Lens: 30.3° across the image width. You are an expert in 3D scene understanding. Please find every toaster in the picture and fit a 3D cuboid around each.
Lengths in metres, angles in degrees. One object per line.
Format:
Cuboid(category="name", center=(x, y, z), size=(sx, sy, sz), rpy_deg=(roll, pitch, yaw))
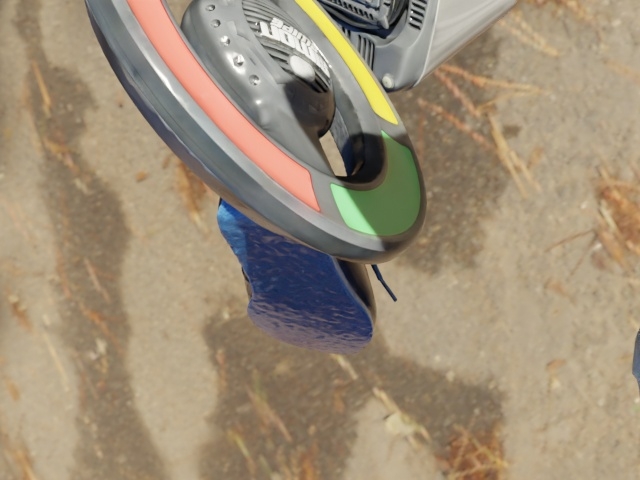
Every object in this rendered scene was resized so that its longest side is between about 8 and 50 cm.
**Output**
Cuboid(category="toaster", center=(0.058, -0.214, 0.734), size=(0.129, 0.146, 0.227), rpy_deg=(29, 135, 30))

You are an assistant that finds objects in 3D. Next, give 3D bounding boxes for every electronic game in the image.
Cuboid(category="electronic game", center=(-0.028, -0.086, 0.576), size=(0.048, 0.229, 0.229), rpy_deg=(-38, 79, 24))

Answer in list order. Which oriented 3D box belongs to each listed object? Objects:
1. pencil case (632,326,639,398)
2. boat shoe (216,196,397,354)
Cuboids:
Cuboid(category="pencil case", center=(0.339, 0.030, 0.443), size=(0.410, 0.183, 0.160), rpy_deg=(-14, 73, 33))
Cuboid(category="boat shoe", center=(0.000, 0.000, 0.775), size=(0.109, 0.089, 0.258), rpy_deg=(7, 155, 5))
